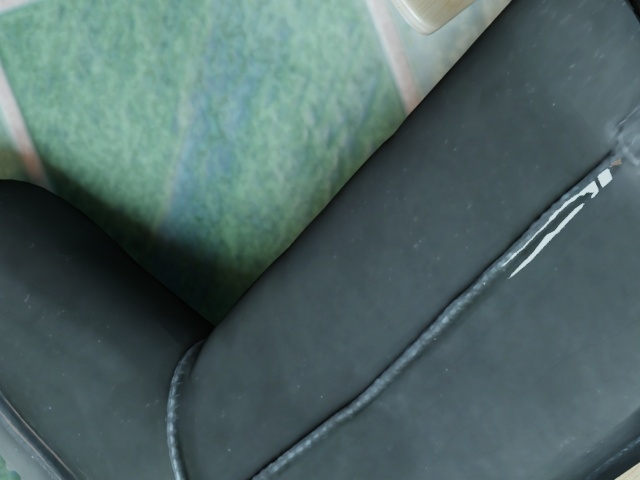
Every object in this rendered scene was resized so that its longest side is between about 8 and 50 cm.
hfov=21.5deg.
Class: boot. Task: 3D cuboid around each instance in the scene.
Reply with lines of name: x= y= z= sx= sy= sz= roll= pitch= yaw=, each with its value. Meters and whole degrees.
boot: x=0.001 y=0.002 z=0.854 sx=0.445 sy=0.146 sz=0.367 roll=-46 pitch=73 yaw=35

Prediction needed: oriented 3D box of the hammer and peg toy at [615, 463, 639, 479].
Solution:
hammer and peg toy: x=0.125 y=0.251 z=0.967 sx=0.266 sy=0.127 sz=0.361 roll=43 pitch=120 yaw=1

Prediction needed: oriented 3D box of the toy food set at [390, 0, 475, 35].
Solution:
toy food set: x=0.091 y=-0.258 z=0.772 sx=0.306 sy=0.092 sz=0.219 roll=-33 pitch=96 yaw=39
